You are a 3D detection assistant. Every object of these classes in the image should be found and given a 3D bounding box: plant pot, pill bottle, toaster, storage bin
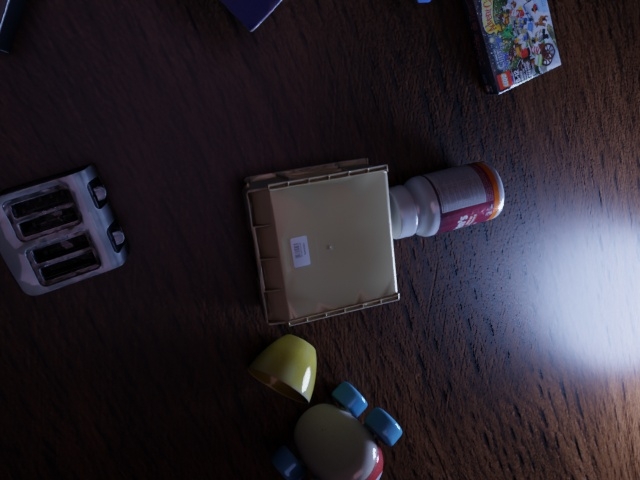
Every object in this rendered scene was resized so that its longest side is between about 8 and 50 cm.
[{"bbox_3d":[-0.060,0.240,1.007,0.134,0.134,0.095,40,64,-22],"label":"plant pot"},{"bbox_3d":[0.235,-0.076,1.022,0.221,0.121,0.121,-15,107,-14],"label":"pill bottle"},{"bbox_3d":[-0.420,-0.019,0.826,0.186,0.110,0.168,-20,107,-13],"label":"toaster"},{"bbox_3d":[0.000,0.000,0.964,0.260,0.123,0.262,-11,106,-15],"label":"storage bin"}]

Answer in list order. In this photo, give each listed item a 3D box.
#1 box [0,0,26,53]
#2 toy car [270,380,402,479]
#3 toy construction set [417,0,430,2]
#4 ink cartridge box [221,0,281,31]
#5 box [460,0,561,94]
[{"bbox_3d":[-0.494,-0.424,0.711,0.184,0.103,0.261,20,96,-24],"label":"box"},{"bbox_3d":[0.066,0.462,1.065,0.219,0.210,0.238,-44,125,-17],"label":"toy car"},{"bbox_3d":[0.135,-0.571,0.815,0.237,0.257,0.309,10,77,-24],"label":"toy construction set"},{"bbox_3d":[-0.101,-0.513,0.678,0.324,0.071,0.330,-45,85,8],"label":"ink cartridge box"},{"bbox_3d":[0.374,-0.429,1.025,0.159,0.044,0.233,-27,109,-11],"label":"box"}]
